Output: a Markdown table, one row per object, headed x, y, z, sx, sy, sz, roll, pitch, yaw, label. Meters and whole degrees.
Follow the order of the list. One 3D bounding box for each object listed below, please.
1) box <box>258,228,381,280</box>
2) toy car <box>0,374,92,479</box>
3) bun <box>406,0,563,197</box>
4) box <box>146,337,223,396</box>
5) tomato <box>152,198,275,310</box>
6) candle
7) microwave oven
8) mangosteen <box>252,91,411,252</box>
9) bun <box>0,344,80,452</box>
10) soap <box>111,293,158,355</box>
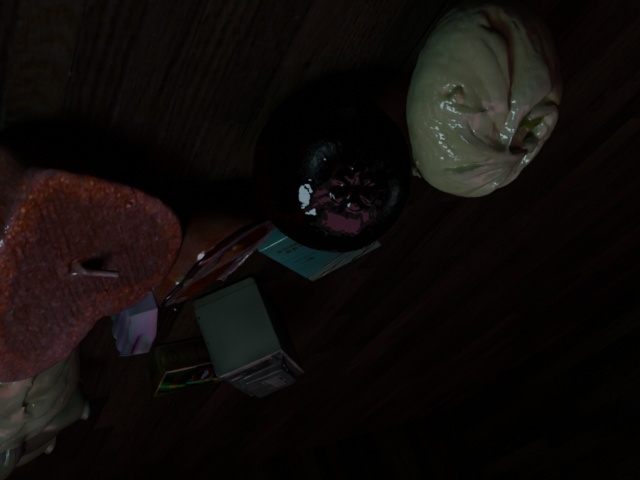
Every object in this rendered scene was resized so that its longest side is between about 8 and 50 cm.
| x | y | z | sx | sy | sz | roll | pitch | yaw | label |
| --- | --- | --- | --- | --- | --- | --- | --- | --- | --- |
| 0.000 | 0.000 | 1.364 | 0.162 | 0.041 | 0.229 | -28 | 155 | 14 | box |
| -0.615 | 0.362 | 1.377 | 0.336 | 0.226 | 0.242 | 5 | 144 | -43 | toy car |
| 0.221 | -0.177 | 0.949 | 0.259 | 0.160 | 0.259 | -46 | 149 | -38 | bun |
| -0.260 | 0.275 | 1.683 | 0.240 | 0.071 | 0.159 | -8 | 155 | -27 | box |
| -0.175 | -0.001 | 1.132 | 0.228 | 0.112 | 0.199 | -40 | 172 | 33 | tomato |
| -0.312 | 0.008 | 0.907 | 0.317 | 0.131 | 0.287 | -38 | 143 | -33 | candle |
| -0.140 | 0.209 | 1.504 | 0.145 | 0.193 | 0.240 | -21 | 158 | 1 | microwave oven |
| 0.009 | -0.098 | 1.000 | 0.216 | 0.216 | 0.216 | -18 | 156 | -9 | mangosteen |
| -0.534 | 0.206 | 1.103 | 0.365 | 0.219 | 0.365 | -14 | 148 | -9 | bun |
| -0.328 | 0.142 | 1.311 | 0.056 | 0.100 | 0.149 | -9 | 152 | -28 | soap |
